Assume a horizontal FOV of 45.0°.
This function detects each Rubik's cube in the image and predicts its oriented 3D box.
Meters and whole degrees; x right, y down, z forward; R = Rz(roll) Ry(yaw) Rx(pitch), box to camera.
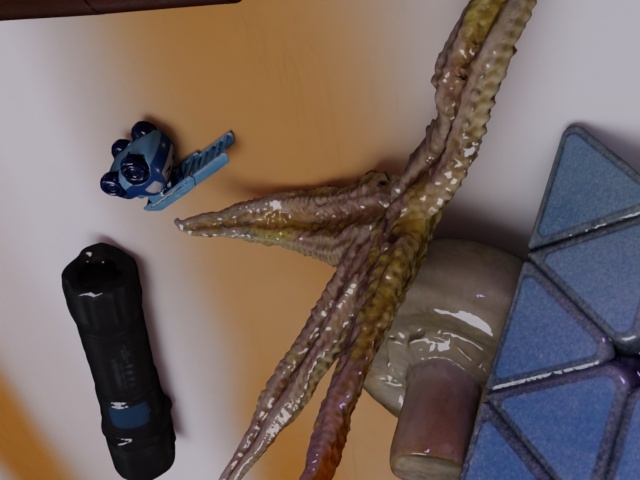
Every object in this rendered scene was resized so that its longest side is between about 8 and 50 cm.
[{"bbox_3d":[0.242,0.096,0.543,0.233,0.228,0.229,18,129,4],"label":"Rubik's cube"}]

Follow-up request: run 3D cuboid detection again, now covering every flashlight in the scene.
[{"bbox_3d":[-0.262,0.177,1.024,0.103,0.103,0.424,17,136,16],"label":"flashlight"}]

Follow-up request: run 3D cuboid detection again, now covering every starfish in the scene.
[{"bbox_3d":[0.009,0.005,0.572,0.132,0.384,0.398,31,159,-24],"label":"starfish"}]

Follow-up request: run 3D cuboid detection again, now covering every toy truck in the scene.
[{"bbox_3d":[-0.149,-0.077,0.738,0.074,0.063,0.136,31,142,-30],"label":"toy truck"}]

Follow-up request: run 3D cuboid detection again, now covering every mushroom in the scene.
[{"bbox_3d":[0.108,0.112,0.649,0.207,0.215,0.207,13,132,14],"label":"mushroom"}]

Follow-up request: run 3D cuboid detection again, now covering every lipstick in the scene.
[{"bbox_3d":[-0.221,-0.215,0.647,0.356,0.057,0.057,6,133,27],"label":"lipstick"}]
